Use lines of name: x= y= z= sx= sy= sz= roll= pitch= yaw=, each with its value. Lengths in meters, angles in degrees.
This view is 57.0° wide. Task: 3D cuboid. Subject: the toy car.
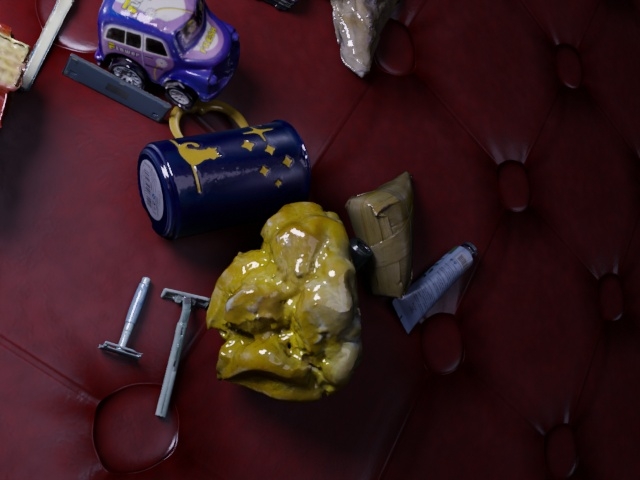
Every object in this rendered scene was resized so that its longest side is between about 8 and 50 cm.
toy car: x=-0.253 y=-0.347 z=0.992 sx=0.235 sy=0.158 sz=0.172 roll=22 pitch=68 yaw=-5

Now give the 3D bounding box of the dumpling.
dumpling: x=0.107 y=-0.536 z=1.323 sx=0.166 sy=0.086 sz=0.332 roll=34 pitch=62 yaw=-27

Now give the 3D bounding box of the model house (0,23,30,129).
model house: x=-0.530 y=-0.210 z=0.813 sx=0.196 sy=0.160 sz=0.254 roll=20 pitch=70 yaw=-29

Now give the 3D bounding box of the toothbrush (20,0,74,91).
toothbrush: x=-0.434 y=-0.372 z=0.976 sx=0.026 sy=0.028 sz=0.294 roll=25 pitch=70 yaw=-26

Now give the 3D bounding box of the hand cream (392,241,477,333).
hand cream: x=0.263 y=0.093 z=1.344 sx=0.271 sy=0.058 sz=0.091 roll=-39 pitch=116 yaw=-27

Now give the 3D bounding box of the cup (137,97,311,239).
cup: x=-0.192 y=-0.126 z=1.047 sx=0.256 sy=0.255 sz=0.178 roll=-14 pitch=128 yaw=-31

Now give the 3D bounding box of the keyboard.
keyboard: x=-0.343 y=-0.256 z=1.001 sx=0.176 sy=0.055 sz=0.014 roll=25 pitch=60 yaw=-27

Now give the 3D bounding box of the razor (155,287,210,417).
razor: x=-0.247 y=0.193 z=1.005 sx=0.084 sy=0.036 sz=0.211 roll=16 pitch=73 yaw=-28

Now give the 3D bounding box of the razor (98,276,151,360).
razor: x=-0.310 y=0.124 z=0.977 sx=0.068 sy=0.040 sz=0.135 roll=26 pitch=64 yaw=-28

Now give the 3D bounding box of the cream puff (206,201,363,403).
cream puff: x=-0.068 y=0.107 z=1.012 sx=0.257 sy=0.291 sz=0.325 roll=-10 pitch=115 yaw=-8

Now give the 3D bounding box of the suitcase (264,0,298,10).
suitcase: x=-0.100 y=-0.531 z=1.201 sx=0.126 sy=0.059 sz=0.086 roll=14 pitch=76 yaw=-33

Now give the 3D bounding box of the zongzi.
zongzi: x=0.163 y=-0.018 z=1.284 sx=0.256 sy=0.115 sz=0.228 roll=-38 pitch=118 yaw=-54

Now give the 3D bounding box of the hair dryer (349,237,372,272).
hair dryer: x=0.000 y=0.000 z=1.173 sx=0.197 sy=0.100 sz=0.057 roll=39 pitch=23 yaw=-6
